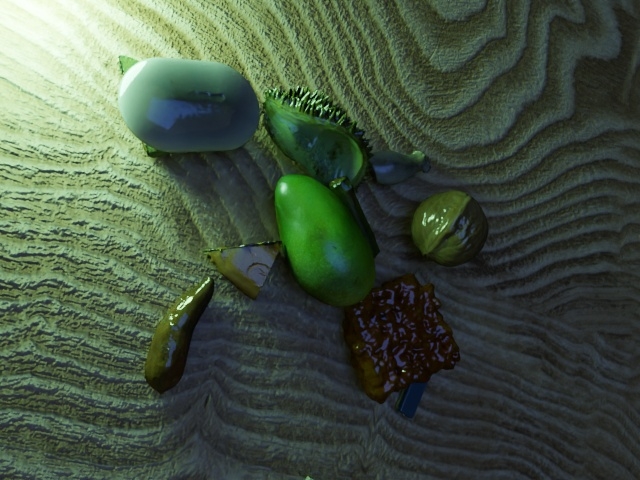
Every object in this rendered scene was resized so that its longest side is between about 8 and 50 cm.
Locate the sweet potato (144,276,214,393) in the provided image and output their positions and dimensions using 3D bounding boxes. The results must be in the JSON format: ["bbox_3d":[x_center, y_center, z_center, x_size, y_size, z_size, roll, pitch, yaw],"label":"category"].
[{"bbox_3d":[-0.337,0.215,1.042,0.097,0.097,0.292,25,74,-18],"label":"sweet potato"}]

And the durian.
[{"bbox_3d":[-0.001,-0.287,1.210,0.394,0.163,0.198,31,114,-34],"label":"durian"}]

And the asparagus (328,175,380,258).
[{"bbox_3d":[0.104,-0.050,1.241,0.067,0.060,0.278,-33,109,-12],"label":"asparagus"}]

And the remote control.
[{"bbox_3d":[-0.301,-0.320,1.046,0.331,0.103,0.221,-8,91,-28],"label":"remote control"}]

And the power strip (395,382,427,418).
[{"bbox_3d":[0.267,0.457,1.296,0.056,0.032,0.123,33,73,-16],"label":"power strip"}]

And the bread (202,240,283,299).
[{"bbox_3d":[-0.183,0.034,1.104,0.169,0.140,0.160,44,76,-12],"label":"bread"}]

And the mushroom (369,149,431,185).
[{"bbox_3d":[0.240,-0.226,1.328,0.224,0.093,0.116,-9,67,-18],"label":"mushroom"}]

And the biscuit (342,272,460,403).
[{"bbox_3d":[0.221,0.265,1.249,0.311,0.110,0.318,-16,82,-21],"label":"biscuit"}]

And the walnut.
[{"bbox_3d":[0.379,-0.032,1.305,0.227,0.228,0.228,3,83,-22],"label":"walnut"}]

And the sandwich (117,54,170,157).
[{"bbox_3d":[-0.367,-0.344,1.111,0.211,0.063,0.245,-16,91,-27],"label":"sandwich"}]

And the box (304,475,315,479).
[{"bbox_3d":[0.015,0.724,1.165,0.198,0.029,0.109,39,71,-15],"label":"box"}]

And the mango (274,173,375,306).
[{"bbox_3d":[0.000,0.000,1.145,0.225,0.201,0.382,-31,93,-25],"label":"mango"}]
